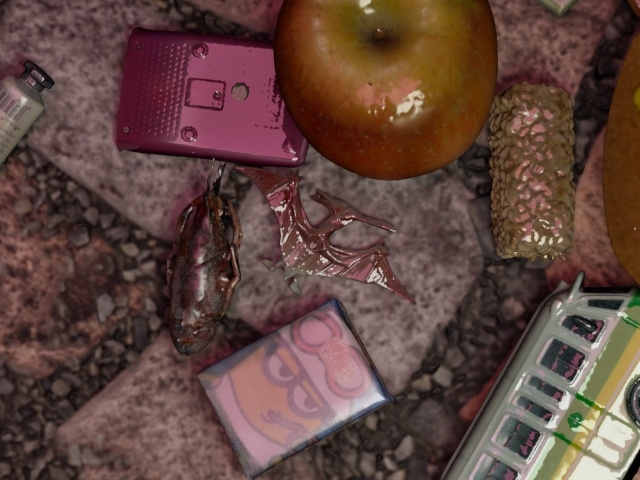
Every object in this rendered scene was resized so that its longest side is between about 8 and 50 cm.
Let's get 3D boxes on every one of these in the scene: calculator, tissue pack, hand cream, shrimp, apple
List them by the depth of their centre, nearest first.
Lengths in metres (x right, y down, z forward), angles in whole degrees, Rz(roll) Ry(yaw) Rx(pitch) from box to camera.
[{"bbox_3d":[0.064,-0.170,1.732,0.210,0.173,0.234,11,76,12],"label":"apple"},{"bbox_3d":[-0.024,0.140,1.759,0.155,0.065,0.115,-28,84,2],"label":"tissue pack"},{"bbox_3d":[-0.110,0.016,1.780,0.075,0.073,0.190,4,90,2],"label":"shrimp"},{"bbox_3d":[-0.100,-0.140,1.813,0.191,0.034,0.126,6,83,6],"label":"calculator"},{"bbox_3d":[-0.348,-0.078,1.830,0.080,0.050,0.234,43,94,8],"label":"hand cream"}]

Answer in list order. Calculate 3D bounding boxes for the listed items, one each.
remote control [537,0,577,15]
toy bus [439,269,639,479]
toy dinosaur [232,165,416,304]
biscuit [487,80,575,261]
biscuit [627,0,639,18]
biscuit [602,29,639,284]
[{"bbox_3d":[0.168,-0.317,1.800,0.233,0.038,0.098,36,89,8],"label":"remote control"},{"bbox_3d":[0.232,0.163,1.693,0.165,0.133,0.276,29,89,10],"label":"toy bus"},{"bbox_3d":[0.000,0.000,1.788,0.220,0.032,0.108,39,86,-1],"label":"toy dinosaur"},{"bbox_3d":[0.199,-0.064,1.756,0.082,0.070,0.168,2,82,-2],"label":"biscuit"},{"bbox_3d":[0.326,-0.280,1.766,0.133,0.027,0.184,0,83,-14],"label":"biscuit"},{"bbox_3d":[0.381,-0.068,1.615,0.277,0.052,0.262,10,95,22],"label":"biscuit"}]
